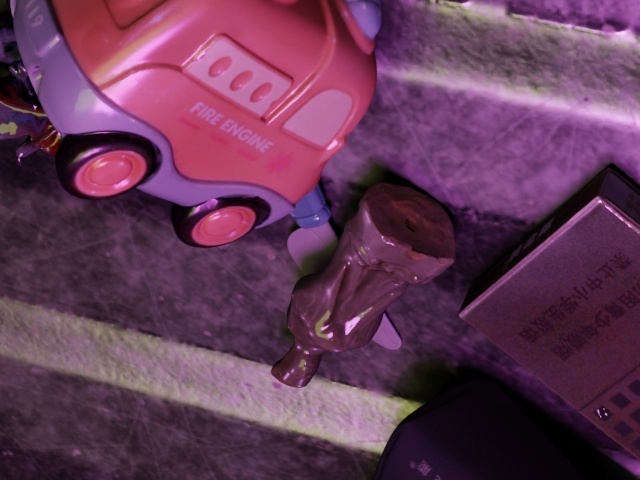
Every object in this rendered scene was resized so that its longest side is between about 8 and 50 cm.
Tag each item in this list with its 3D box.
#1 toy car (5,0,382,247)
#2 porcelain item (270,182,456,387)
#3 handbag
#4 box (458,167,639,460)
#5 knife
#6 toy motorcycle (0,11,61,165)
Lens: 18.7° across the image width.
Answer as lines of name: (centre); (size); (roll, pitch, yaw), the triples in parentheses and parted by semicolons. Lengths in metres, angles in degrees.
toy car: (-0.072, -0.135, 1.337); (0.212, 0.180, 0.270); (-34, 147, 21)
porcelain item: (0.017, 0.049, 1.537); (0.081, 0.069, 0.215); (16, 134, -26)
handbag: (0.138, 0.307, 1.582); (0.302, 0.178, 0.275); (46, 132, 22)
box: (0.284, 0.101, 1.490); (0.325, 0.047, 0.180); (38, 132, -9)
knife: (-0.002, 0.000, 1.555); (0.058, 0.032, 0.244); (-10, 126, 25)
toy motorcycle: (-0.256, -0.116, 1.539); (0.213, 0.082, 0.122); (-8, 125, 43)
